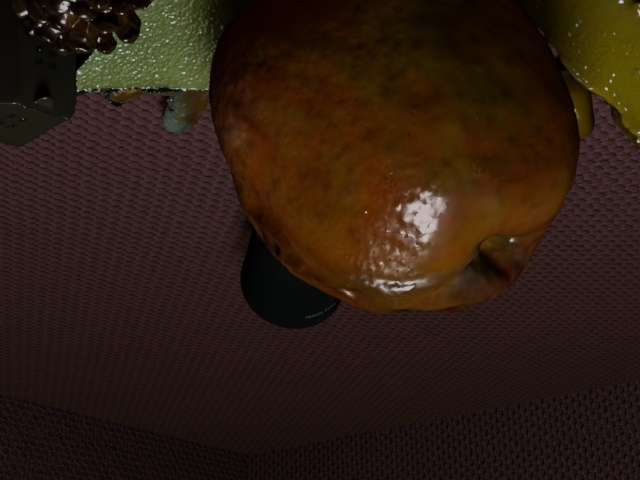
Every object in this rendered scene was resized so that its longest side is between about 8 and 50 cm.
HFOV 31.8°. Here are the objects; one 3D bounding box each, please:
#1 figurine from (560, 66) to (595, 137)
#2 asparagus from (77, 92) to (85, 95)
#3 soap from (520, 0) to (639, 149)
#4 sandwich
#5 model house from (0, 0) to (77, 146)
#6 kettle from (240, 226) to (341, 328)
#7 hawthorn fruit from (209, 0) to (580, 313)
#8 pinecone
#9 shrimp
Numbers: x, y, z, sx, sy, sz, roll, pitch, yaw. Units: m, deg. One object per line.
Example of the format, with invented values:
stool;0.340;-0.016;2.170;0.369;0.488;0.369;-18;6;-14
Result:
figurine;0.271;-0.176;1.647;0.257;0.167;0.192;-12;141;19
asparagus;-0.307;-0.248;1.576;0.277;0.060;0.067;-19;144;36
soap;0.410;-0.203;1.413;0.338;0.304;0.169;8;152;-22
sandwich;-0.192;-0.287;1.419;0.245;0.063;0.212;-3;135;-17
model house;-0.460;-0.237;1.396;0.204;0.211;0.243;-24;153;39
kettle;-0.002;0.013;2.038;0.262;0.203;0.308;4;153;-7
hawthorn fruit;0.087;-0.117;1.372;0.472;0.472;0.472;-1;157;0
pinecone;-0.274;-0.302;1.311;0.195;0.179;0.150;-22;175;30
shrimp;-0.244;-0.200;1.657;0.166;0.049;0.161;-14;159;-28
